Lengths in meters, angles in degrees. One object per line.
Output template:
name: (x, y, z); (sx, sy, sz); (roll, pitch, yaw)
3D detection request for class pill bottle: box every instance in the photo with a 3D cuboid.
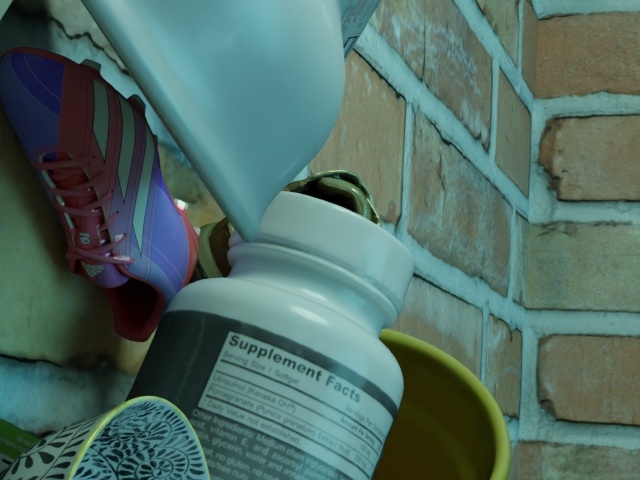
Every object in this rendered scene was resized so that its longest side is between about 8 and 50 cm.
pill bottle: (-0.049, 0.134, 0.844); (0.318, 0.176, 0.176); (-67, 154, -18)

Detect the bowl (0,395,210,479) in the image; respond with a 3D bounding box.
bowl: (-0.120, 0.156, 0.587); (0.170, 0.080, 0.170); (2, 90, -71)

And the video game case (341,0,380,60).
video game case: (0.000, -0.223, 1.033); (0.269, 0.061, 0.244); (-58, 171, 20)

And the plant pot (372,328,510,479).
plant pot: (0.018, 0.239, 1.068); (0.254, 0.254, 0.239); (-64, 164, -51)

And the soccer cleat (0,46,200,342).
soccer cleat: (-0.144, -0.025, 0.811); (0.248, 0.083, 0.095); (66, 35, -55)

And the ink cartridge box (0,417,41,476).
ink cartridge box: (-0.197, 0.231, 0.636); (0.189, 0.097, 0.255); (53, 41, -61)

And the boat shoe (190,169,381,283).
boat shoe: (0.000, 0.000, 1.098); (0.122, 0.120, 0.324); (56, 22, 2)

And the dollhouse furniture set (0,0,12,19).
dollhouse furniture set: (-0.225, -0.177, 0.440); (0.242, 0.161, 0.212); (70, 28, -45)

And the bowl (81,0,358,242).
bowl: (-0.070, -0.155, 0.688); (0.298, 0.134, 0.298); (56, -3, 5)
